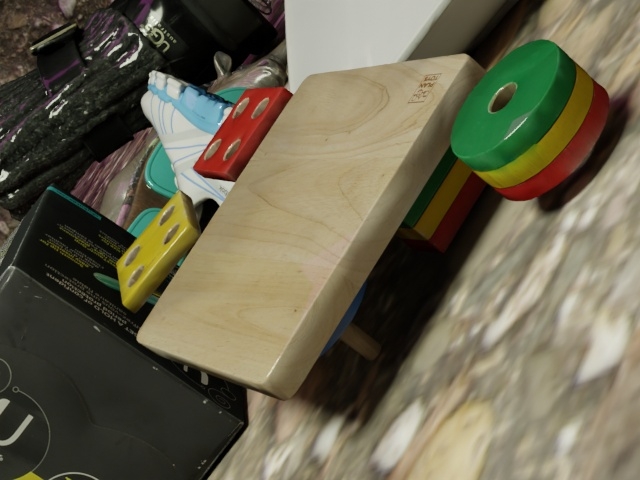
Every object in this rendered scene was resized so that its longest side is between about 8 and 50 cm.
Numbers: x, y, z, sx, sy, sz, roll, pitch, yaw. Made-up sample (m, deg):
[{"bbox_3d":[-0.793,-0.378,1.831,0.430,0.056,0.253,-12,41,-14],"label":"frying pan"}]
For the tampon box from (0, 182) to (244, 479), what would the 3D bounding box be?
[{"bbox_3d":[-0.113,0.061,0.660,0.101,0.120,0.161,-52,12,9],"label":"tampon box"}]

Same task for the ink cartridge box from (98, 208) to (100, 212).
[{"bbox_3d":[-0.169,0.018,1.148,0.181,0.056,0.225,-40,18,51],"label":"ink cartridge box"}]

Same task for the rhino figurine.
[{"bbox_3d":[-0.095,-0.051,1.001,0.243,0.073,0.106,-54,15,-1],"label":"rhino figurine"}]

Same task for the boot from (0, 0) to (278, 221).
[{"bbox_3d":[-0.178,-0.142,1.238,0.260,0.131,0.348,-43,3,5],"label":"boot"}]

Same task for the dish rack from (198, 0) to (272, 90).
[{"bbox_3d":[-0.094,-0.256,1.548,0.271,0.074,0.208,-41,20,43],"label":"dish rack"}]

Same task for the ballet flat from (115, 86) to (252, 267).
[{"bbox_3d":[-0.092,-0.005,0.897,0.079,0.077,0.221,109,-176,-51],"label":"ballet flat"}]

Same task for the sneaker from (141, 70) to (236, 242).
[{"bbox_3d":[-0.065,-0.043,0.816,0.190,0.071,0.083,33,101,60],"label":"sneaker"}]

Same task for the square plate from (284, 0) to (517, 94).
[{"bbox_3d":[0.097,-0.229,0.696,0.344,0.049,0.347,-48,25,26],"label":"square plate"}]

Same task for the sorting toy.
[{"bbox_3d":[0.000,0.000,0.536,0.132,0.046,0.274,-58,23,-12],"label":"sorting toy"}]
